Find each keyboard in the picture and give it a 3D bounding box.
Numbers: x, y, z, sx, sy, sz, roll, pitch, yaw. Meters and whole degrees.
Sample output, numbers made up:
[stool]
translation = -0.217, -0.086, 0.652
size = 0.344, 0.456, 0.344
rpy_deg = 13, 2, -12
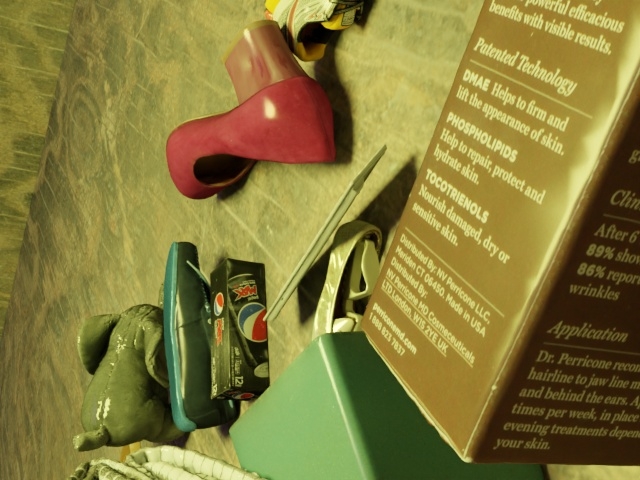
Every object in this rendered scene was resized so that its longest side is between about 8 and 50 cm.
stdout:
[keyboard]
translation = 0.000, 0.000, 0.870
size = 0.072, 0.014, 0.256
rpy_deg = -57, 0, -41

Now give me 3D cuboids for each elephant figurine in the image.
[elephant figurine]
translation = -0.272, 0.166, 1.225
size = 0.186, 0.170, 0.239
rpy_deg = 179, 95, -67

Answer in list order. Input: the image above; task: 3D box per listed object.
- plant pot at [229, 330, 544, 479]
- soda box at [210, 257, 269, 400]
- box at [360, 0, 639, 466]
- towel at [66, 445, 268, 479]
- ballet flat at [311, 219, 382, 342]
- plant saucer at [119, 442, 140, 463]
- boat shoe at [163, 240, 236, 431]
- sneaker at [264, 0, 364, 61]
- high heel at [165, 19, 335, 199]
[plant pot]
translation = 0.064, 0.205, 0.610
size = 0.165, 0.166, 0.234
rpy_deg = -52, 47, 43
[soda box]
translation = -0.102, 0.111, 1.052
size = 0.060, 0.053, 0.168
rpy_deg = -37, 50, 52
[box]
translation = 0.182, -0.075, 0.435
size = 0.143, 0.191, 0.381
rpy_deg = 51, 126, 55
[towel]
translation = -0.093, 0.290, 0.605
size = 0.284, 0.121, 0.234
rpy_deg = -1, 95, 57
[ballet flat]
translation = 0.027, 0.062, 0.828
size = 0.052, 0.057, 0.168
rpy_deg = 2, 83, 52
[plant saucer]
translation = -0.322, 0.370, 1.421
size = 0.083, 0.015, 0.083
rpy_deg = -27, 59, 57
[boat shoe]
translation = -0.161, 0.126, 1.130
size = 0.109, 0.089, 0.258
rpy_deg = 129, 137, -64
[sneaker]
translation = 0.026, -0.284, 0.926
size = 0.225, 0.088, 0.092
rpy_deg = -45, 65, 48
[high heel]
translation = -0.097, -0.093, 1.060
size = 0.181, 0.127, 0.377
rpy_deg = 65, 154, 14
